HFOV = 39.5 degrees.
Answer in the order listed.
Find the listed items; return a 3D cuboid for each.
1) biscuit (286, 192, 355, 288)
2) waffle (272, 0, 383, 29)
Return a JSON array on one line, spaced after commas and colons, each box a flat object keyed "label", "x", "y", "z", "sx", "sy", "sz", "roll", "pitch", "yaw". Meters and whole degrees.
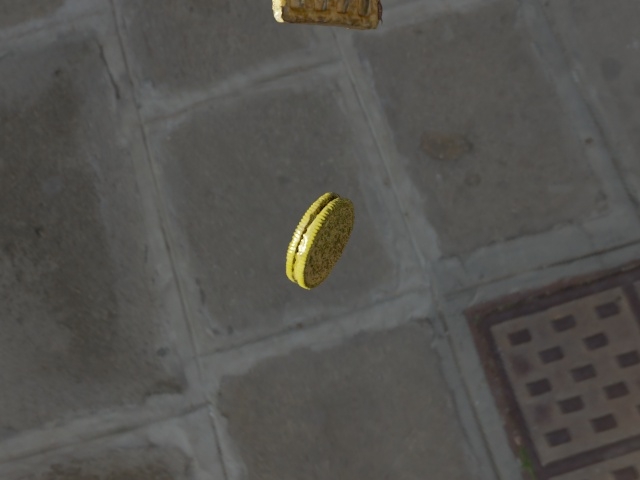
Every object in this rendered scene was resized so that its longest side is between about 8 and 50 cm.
[{"label": "biscuit", "x": 0.000, "y": 0.000, "z": 0.747, "sx": 0.023, "sy": 0.084, "sz": 0.084, "roll": 26, "pitch": 74, "yaw": 20}, {"label": "waffle", "x": 0.004, "y": -0.209, "z": 0.589, "sx": 0.092, "sy": 0.021, "sz": 0.135, "roll": -8, "pitch": 99, "yaw": -39}]
